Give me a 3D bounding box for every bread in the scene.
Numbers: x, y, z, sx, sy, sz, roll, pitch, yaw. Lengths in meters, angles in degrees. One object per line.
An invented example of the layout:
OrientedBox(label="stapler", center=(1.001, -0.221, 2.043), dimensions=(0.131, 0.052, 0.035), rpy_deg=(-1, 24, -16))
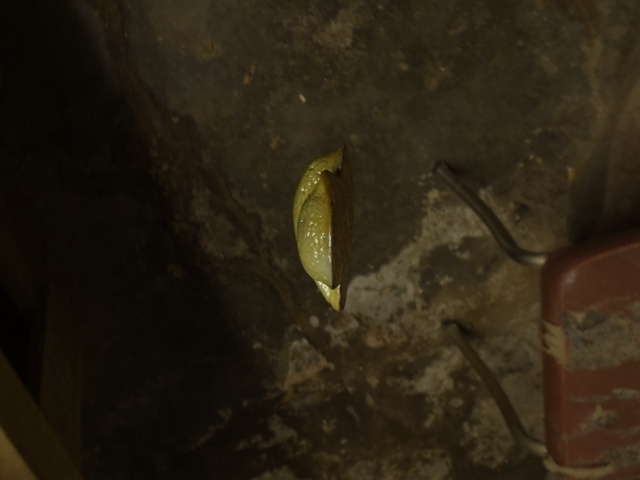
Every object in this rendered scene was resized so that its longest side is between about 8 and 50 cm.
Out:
OrientedBox(label="bread", center=(0.000, 0.000, 0.933), dimensions=(0.065, 0.149, 0.187), rpy_deg=(2, 127, 4))
